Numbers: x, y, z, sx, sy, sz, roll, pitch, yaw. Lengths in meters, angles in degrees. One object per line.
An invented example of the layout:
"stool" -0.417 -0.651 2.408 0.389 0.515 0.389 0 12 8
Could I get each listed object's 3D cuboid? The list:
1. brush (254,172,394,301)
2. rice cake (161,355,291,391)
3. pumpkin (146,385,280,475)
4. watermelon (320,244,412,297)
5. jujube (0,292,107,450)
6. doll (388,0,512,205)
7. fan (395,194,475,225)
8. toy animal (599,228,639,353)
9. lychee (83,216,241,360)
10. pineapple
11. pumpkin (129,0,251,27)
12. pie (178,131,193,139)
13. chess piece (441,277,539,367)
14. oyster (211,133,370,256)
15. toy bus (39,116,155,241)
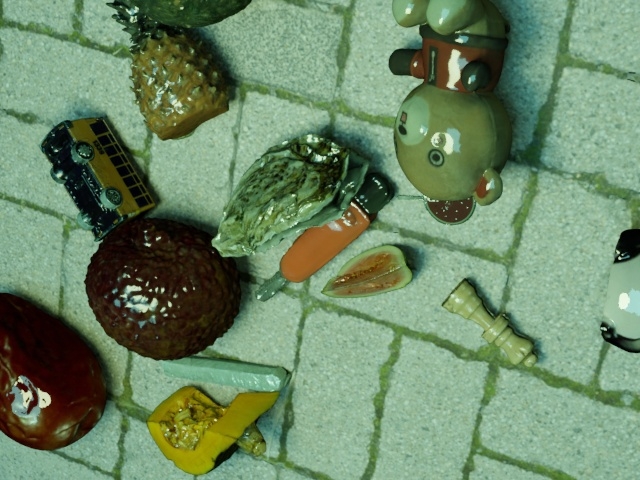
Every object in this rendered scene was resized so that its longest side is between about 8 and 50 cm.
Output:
"brush" 0.000 0.000 1.999 0.070 0.051 0.323 47 118 -3
"rice cake" -0.170 0.234 2.162 0.245 0.045 0.042 5 110 24
"pumpkin" -0.172 0.337 2.136 0.248 0.131 0.126 1 119 41
"watermelon" 0.084 0.045 1.962 0.163 0.087 0.069 -19 67 28
"jujube" -0.537 0.239 2.245 0.318 0.223 0.223 43 121 19
"doll" 0.192 -0.220 1.767 0.235 0.174 0.329 25 118 51
"fan" 0.180 -0.065 1.911 0.133 0.005 0.085 4 110 24
"toy animal" 0.518 0.082 1.703 0.235 0.165 0.187 11 95 25
"lychee" -0.266 0.083 2.041 0.261 0.260 0.260 9 111 23
"pineapple" -0.264 -0.306 1.968 0.158 0.158 0.278 -31 85 31
"pumpkin" -0.186 -0.481 1.798 0.292 0.257 0.327 -16 115 -14
"pie" -0.245 -0.210 2.060 0.084 0.020 0.084 8 112 21
"chess piece" 0.272 0.135 1.909 0.172 0.060 0.060 41 120 5
"oyster" -0.049 -0.068 1.931 0.268 0.198 0.112 -8 142 40
"toy bus" -0.383 -0.113 2.097 0.098 0.114 0.201 -35 84 40
